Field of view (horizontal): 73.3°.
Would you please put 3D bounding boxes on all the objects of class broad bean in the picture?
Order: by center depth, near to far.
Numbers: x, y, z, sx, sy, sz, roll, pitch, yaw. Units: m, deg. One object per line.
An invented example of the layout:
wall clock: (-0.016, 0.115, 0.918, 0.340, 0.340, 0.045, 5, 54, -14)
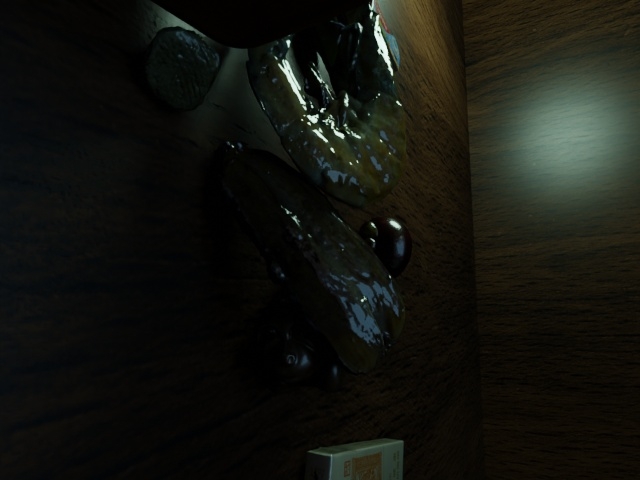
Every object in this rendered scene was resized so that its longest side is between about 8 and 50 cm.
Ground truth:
broad bean: (-0.001, -0.406, 0.738, 0.077, 0.061, 0.339, -57, 134, -39)

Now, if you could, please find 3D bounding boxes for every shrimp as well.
shrimp: (0.016, -0.258, 0.617, 0.272, 0.085, 0.444, 20, 61, -36)

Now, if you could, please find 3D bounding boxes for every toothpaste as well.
toothpaste: (0.141, -0.499, 1.039, 0.193, 0.044, 0.070, 42, 48, -53)

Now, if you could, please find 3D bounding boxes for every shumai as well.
shumai: (-0.148, -0.190, 0.450, 0.080, 0.082, 0.083, 59, -8, 40)

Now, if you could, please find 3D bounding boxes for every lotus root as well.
lotus root: (0.000, -0.001, 0.527, 0.329, 0.078, 0.167, 52, 28, -2)

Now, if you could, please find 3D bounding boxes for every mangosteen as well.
mangosteen: (0.110, 0.014, 0.842, 0.140, 0.140, 0.140, 15, 73, -61)

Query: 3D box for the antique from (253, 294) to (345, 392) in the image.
antique: (-0.008, 0.103, 0.596, 0.257, 0.121, 0.143, -45, 119, -56)

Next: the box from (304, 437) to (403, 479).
box: (0.070, 0.469, 0.759, 0.365, 0.051, 0.204, 35, 56, -56)

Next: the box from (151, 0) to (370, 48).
box: (-0.097, -0.349, 0.338, 0.339, 0.240, 0.229, 12, 78, -54)
